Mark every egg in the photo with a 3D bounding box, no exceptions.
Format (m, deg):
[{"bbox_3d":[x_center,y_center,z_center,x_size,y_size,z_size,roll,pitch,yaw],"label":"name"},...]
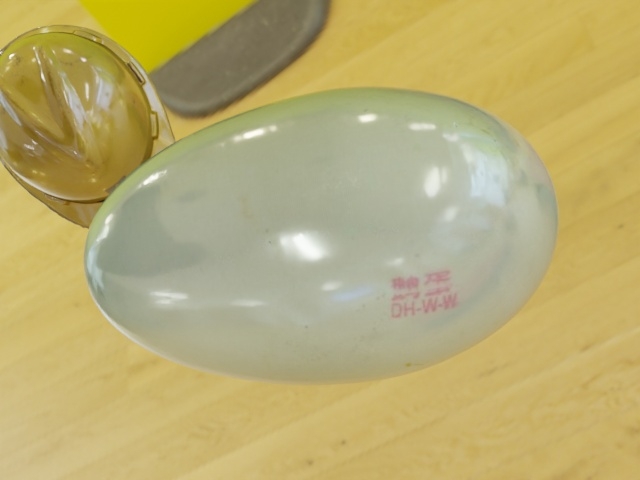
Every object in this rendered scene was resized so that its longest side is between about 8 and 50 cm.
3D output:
[{"bbox_3d":[0.000,0.000,0.887,0.371,0.230,0.230,-10,45,1],"label":"egg"}]

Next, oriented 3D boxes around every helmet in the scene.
[{"bbox_3d":[-0.286,-0.130,1.295,0.205,0.257,0.140,-36,4,4],"label":"helmet"}]
